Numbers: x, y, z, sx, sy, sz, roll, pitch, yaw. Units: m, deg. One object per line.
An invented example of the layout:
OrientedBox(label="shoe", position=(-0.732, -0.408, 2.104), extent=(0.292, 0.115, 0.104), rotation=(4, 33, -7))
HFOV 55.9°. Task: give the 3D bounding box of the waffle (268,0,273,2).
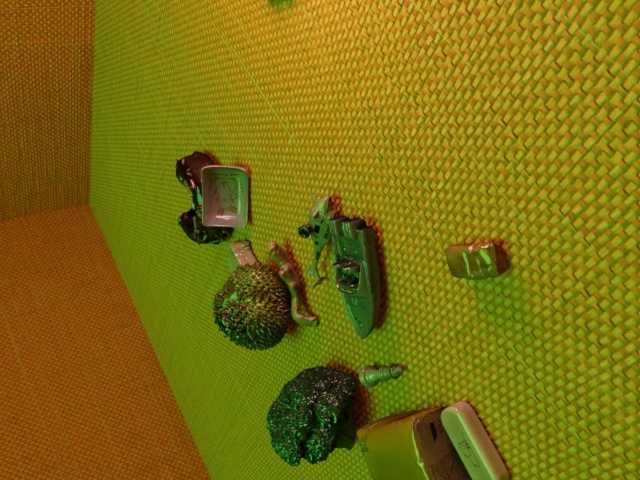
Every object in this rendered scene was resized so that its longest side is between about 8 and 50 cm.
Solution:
OrientedBox(label="waffle", position=(-0.125, -0.741, 1.481), extent=(0.262, 0.060, 0.280), rotation=(55, 145, 22))

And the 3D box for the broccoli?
OrientedBox(label="broccoli", position=(-0.015, 0.500, 1.716), extent=(0.308, 0.307, 0.275), rotation=(22, 160, 52))

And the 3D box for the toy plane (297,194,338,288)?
OrientedBox(label="toy plane", position=(0.000, 0.000, 1.612), extent=(0.108, 0.092, 0.286), rotation=(29, 130, 17))

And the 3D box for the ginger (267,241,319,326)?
OrientedBox(label="ginger", position=(-0.086, 0.133, 1.810), extent=(0.089, 0.075, 0.287), rotation=(11, -124, -79))

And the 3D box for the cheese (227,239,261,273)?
OrientedBox(label="cheese", position=(-0.265, 0.128, 2.090), extent=(0.163, 0.071, 0.248), rotation=(45, 139, 38))

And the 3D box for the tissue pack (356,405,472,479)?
OrientedBox(label="tissue pack", position=(0.218, 0.516, 1.450), extent=(0.271, 0.134, 0.192), rotation=(-41, 69, 56))

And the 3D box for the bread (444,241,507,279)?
OrientedBox(label="bread", position=(0.301, 0.039, 1.175), extent=(0.132, 0.054, 0.074), rotation=(-4, 101, 60))

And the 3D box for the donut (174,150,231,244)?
OrientedBox(label="donut", position=(-0.419, -0.125, 2.158), extent=(0.259, 0.136, 0.344), rotation=(43, 139, 44))

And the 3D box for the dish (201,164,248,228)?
OrientedBox(label="dish", position=(-0.310, -0.151, 1.982), extent=(0.077, 0.152, 0.212), rotation=(-91, 5, -65))

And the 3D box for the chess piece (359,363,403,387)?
OrientedBox(label="chess piece", position=(0.163, 0.339, 1.538), extent=(0.149, 0.059, 0.059), rotation=(-28, 80, 51))

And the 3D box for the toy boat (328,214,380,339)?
OrientedBox(label="toy boat", position=(0.088, 0.097, 1.499), extent=(0.141, 0.092, 0.319), rotation=(13, 116, 57))

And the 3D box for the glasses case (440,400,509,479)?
OrientedBox(label="glasses case", position=(0.335, 0.450, 1.316), extent=(0.196, 0.050, 0.083), rotation=(62, 144, 19))

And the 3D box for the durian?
OrientedBox(label="durian", position=(-0.220, 0.216, 1.906), extent=(0.291, 0.225, 0.290), rotation=(28, 129, 41))
